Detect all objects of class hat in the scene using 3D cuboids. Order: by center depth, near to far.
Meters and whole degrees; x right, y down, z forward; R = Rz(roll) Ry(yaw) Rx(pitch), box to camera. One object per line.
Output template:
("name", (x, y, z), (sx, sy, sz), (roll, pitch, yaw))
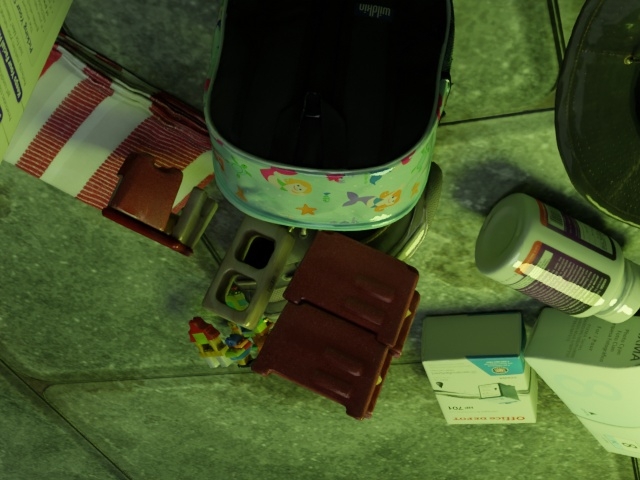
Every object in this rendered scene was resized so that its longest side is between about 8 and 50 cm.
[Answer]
("hat", (0.351, -0.167, 0.870), (0.331, 0.134, 0.331), (-1, 126, -1))

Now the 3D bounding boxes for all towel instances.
("towel", (-0.285, -0.127, 1.136), (0.329, 0.037, 0.237), (28, 140, -24))

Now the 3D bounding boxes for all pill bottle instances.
("pill bottle", (0.291, 0.028, 1.161), (0.193, 0.108, 0.108), (25, 140, -19))

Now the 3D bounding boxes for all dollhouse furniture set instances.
("dollhouse furniture set", (-0.086, 0.041, 1.018), (0.374, 0.152, 0.201), (24, 173, 11))

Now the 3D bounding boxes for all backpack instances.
("backpack", (0.006, -0.127, 0.894), (0.225, 0.254, 0.191), (6, 143, 3))

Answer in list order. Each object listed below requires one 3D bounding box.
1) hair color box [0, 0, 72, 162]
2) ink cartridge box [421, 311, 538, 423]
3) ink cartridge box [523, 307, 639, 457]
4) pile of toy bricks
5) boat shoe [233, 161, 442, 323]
("hair color box", (-0.311, -0.186, 0.810), (0.110, 0.339, 0.185), (5, 143, 4))
("ink cartridge box", (0.235, 0.189, 1.409), (0.139, 0.082, 0.191), (-5, 140, 18))
("ink cartridge box", (0.505, 0.217, 1.280), (0.385, 0.091, 0.308), (5, 149, 44))
("pile of toy bricks", (-0.100, 0.107, 1.372), (0.212, 0.118, 0.105), (-13, 112, 50))
("boat shoe", (0.000, 0.000, 1.167), (0.130, 0.132, 0.355), (28, 138, -24))
